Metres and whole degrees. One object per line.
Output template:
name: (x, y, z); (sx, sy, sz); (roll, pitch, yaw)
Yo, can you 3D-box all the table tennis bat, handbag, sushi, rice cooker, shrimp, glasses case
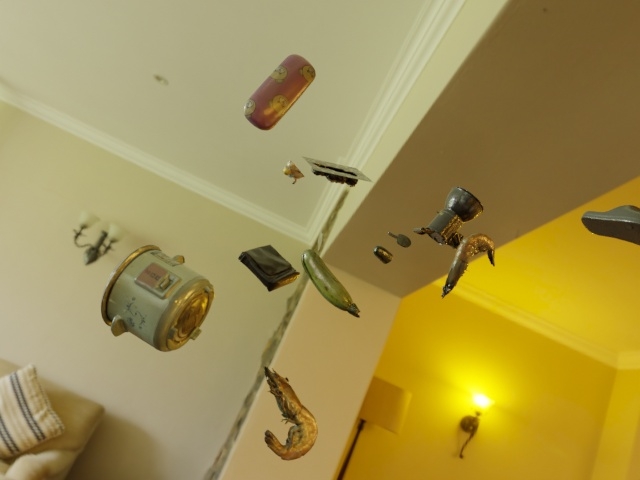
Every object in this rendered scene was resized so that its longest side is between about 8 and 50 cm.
table tennis bat: (0.259, -0.005, 1.739); (0.083, 0.050, 0.007); (27, -42, 0)
handbag: (-0.233, 0.123, 2.391); (0.223, 0.080, 0.247); (42, 23, 15)
sushi: (0.050, -0.220, 1.807); (0.215, 0.050, 0.192); (10, 19, -20)
rice cooker: (-0.481, 0.163, 1.543); (0.317, 0.316, 0.264); (21, -33, 10)
shrimp: (-0.121, 0.525, 1.595); (0.296, 0.169, 0.058); (56, -35, -7)
glasses case: (-0.136, -0.504, 1.795); (0.123, 0.316, 0.076); (39, -21, -7)
shrimp: (0.524, 0.102, 1.838); (0.198, 0.262, 0.051); (17, 12, -31)

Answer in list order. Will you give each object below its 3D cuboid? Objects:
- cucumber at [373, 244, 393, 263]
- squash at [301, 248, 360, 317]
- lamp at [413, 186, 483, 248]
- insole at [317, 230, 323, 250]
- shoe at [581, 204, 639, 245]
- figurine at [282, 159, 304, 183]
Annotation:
cucumber: (0.215, 0.047, 1.876); (0.048, 0.048, 0.105); (10, -15, 37)
squash: (0.032, 0.177, 2.055); (0.341, 0.094, 0.094); (50, -13, 14)
lamp: (0.487, -0.066, 1.984); (0.172, 0.227, 0.147); (42, -8, -9)
insole: (0.000, 0.000, 2.080); (0.006, 0.065, 0.193); (16, 10, -5)
shoe: (0.870, -0.059, 1.506); (0.108, 0.093, 0.241); (47, -13, -27)
figurine: (-0.095, -0.229, 1.788); (0.083, 0.050, 0.047); (47, -2, -40)
